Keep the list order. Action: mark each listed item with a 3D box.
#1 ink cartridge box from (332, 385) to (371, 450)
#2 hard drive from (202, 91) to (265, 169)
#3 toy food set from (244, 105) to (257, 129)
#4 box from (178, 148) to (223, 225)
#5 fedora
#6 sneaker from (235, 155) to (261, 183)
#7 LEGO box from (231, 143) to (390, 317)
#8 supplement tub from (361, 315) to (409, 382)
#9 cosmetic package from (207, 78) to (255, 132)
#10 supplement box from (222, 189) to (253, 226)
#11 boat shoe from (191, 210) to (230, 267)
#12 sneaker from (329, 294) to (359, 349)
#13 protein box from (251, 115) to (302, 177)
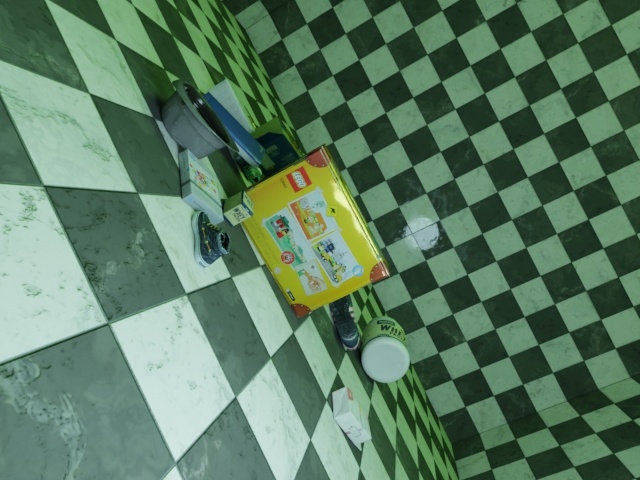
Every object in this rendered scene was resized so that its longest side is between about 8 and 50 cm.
[{"bbox_3d":[0.117,0.622,1.457,0.198,0.067,0.115,58,12,-25],"label":"ink cartridge box"},{"bbox_3d":[-0.349,-0.434,1.637,0.318,0.040,0.210,44,18,-21],"label":"hard drive"},{"bbox_3d":[-0.355,-0.590,2.162,0.192,0.038,0.132,64,3,30],"label":"toy food set"},{"bbox_3d":[-0.347,-0.154,1.212,0.145,0.038,0.186,49,17,-51],"label":"box"},{"bbox_3d":[-0.381,-0.345,1.263,0.276,0.124,0.243,56,9,5],"label":"fedora"},{"bbox_3d":[-0.287,-0.286,1.713,0.166,0.064,0.076,42,28,-55],"label":"sneaker"},{"bbox_3d":[-0.030,-0.033,1.503,0.501,0.372,0.193,61,11,-12],"label":"LEGO box"},{"bbox_3d":[0.326,0.543,2.135,0.236,0.235,0.325,61,12,-9],"label":"supplement tub"},{"bbox_3d":[-0.381,-0.559,1.802,0.239,0.098,0.060,64,12,-1],"label":"cosmetic package"},{"bbox_3d":[-0.265,-0.104,1.342,0.056,0.083,0.083,54,14,-35],"label":"supplement box"},{"bbox_3d":[-0.280,-0.018,1.086,0.065,0.083,0.184,49,18,-49],"label":"boat shoe"},{"bbox_3d":[0.112,0.371,1.963,0.319,0.111,0.131,-96,174,-53],"label":"sneaker"},{"bbox_3d":[-0.221,-0.431,1.967,0.201,0.199,0.136,48,20,-54],"label":"protein box"}]
